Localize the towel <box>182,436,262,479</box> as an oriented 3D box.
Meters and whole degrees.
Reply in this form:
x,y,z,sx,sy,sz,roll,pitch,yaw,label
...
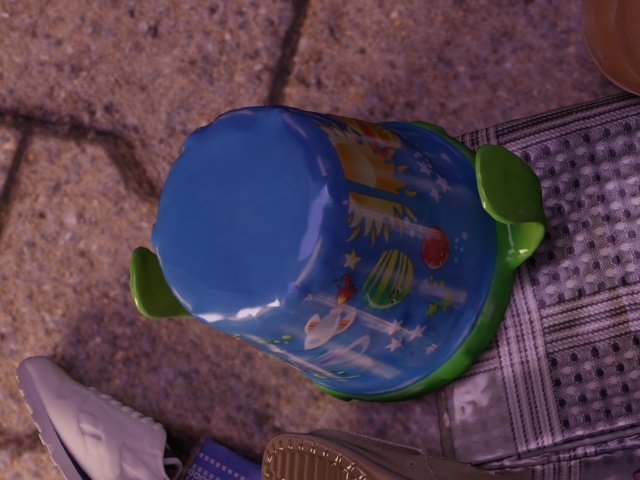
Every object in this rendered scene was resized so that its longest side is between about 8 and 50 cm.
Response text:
x,y,z,sx,sy,sz,roll,pitch,yaw,label
-0.071,0.362,1.207,0.243,0.040,0.336,24,84,25,towel

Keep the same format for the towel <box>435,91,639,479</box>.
x,y,z,sx,sy,sz,roll,pitch,yaw,label
0.227,0.042,1.164,0.312,0.056,0.324,-12,74,16,towel

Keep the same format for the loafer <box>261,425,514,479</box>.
x,y,z,sx,sy,sz,roll,pitch,yaw,label
0.070,0.210,1.137,0.268,0.092,0.102,15,102,37,loafer

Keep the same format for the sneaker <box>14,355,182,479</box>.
x,y,z,sx,sy,sz,roll,pitch,yaw,label
-0.180,0.177,1.263,0.095,0.090,0.235,-35,57,-11,sneaker

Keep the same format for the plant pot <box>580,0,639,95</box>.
x,y,z,sx,sy,sz,roll,pitch,yaw,label
0.320,-0.205,1.168,0.236,0.032,0.236,-21,53,30,plant pot

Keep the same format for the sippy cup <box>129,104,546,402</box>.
x,y,z,sx,sy,sz,roll,pitch,yaw,label
0.000,0.000,1.137,0.305,0.224,0.240,-50,58,15,sippy cup

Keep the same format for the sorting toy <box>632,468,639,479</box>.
x,y,z,sx,sy,sz,roll,pitch,yaw,label
0.261,0.158,1.075,0.102,0.061,0.042,-24,85,-5,sorting toy
